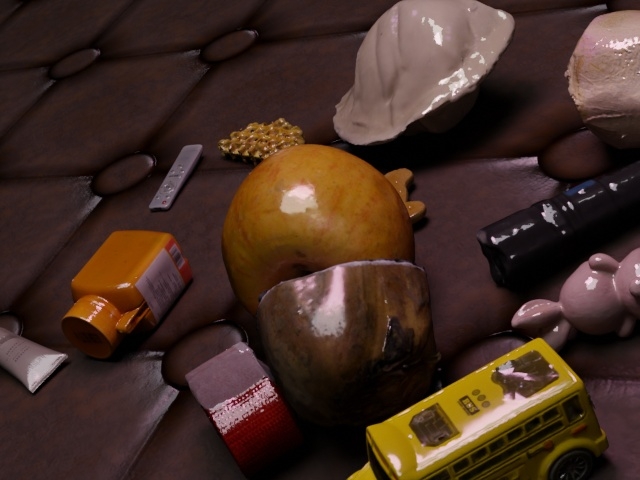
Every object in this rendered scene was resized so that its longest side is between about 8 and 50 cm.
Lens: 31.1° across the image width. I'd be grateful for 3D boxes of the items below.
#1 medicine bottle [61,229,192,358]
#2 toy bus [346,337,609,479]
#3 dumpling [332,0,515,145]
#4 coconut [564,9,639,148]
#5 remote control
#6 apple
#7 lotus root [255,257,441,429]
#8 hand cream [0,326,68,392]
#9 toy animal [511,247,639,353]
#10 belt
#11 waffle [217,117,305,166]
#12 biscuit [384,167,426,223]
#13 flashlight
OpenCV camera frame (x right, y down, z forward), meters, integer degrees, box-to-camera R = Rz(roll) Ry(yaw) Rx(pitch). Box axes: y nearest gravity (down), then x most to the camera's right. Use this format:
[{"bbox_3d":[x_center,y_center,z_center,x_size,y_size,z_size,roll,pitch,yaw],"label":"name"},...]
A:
[{"bbox_3d":[-0.339,0.090,1.968,0.149,0.112,0.222,2,42,33],"label":"medicine bottle"},{"bbox_3d":[0.168,0.261,1.389,0.330,0.152,0.144,-28,35,-6],"label":"toy bus"},{"bbox_3d":[0.157,-0.291,2.095,0.395,0.233,0.315,-10,37,45],"label":"dumpling"},{"bbox_3d":[0.501,-0.256,1.831,0.230,0.227,0.227,0,40,41],"label":"coconut"},{"bbox_3d":[-0.286,-0.124,2.309,0.050,0.027,0.184,-3,44,30],"label":"remote control"},{"bbox_3d":[0.000,0.000,1.734,0.299,0.299,0.275,-10,25,21],"label":"apple"},{"bbox_3d":[0.052,0.153,1.546,0.272,0.272,0.192,-22,49,4],"label":"lotus root"},{"bbox_3d":[-0.522,0.199,1.993,0.186,0.054,0.087,20,58,38],"label":"hand cream"},{"bbox_3d":[0.367,0.077,1.558,0.213,0.124,0.124,-16,34,23],"label":"toy animal"},{"bbox_3d":[-0.099,0.230,1.616,0.124,0.128,0.201,-30,38,-10],"label":"belt"},{"bbox_3d":[-0.111,-0.184,2.263,0.161,0.046,0.192,-25,34,-4],"label":"waffle"},{"bbox_3d":[0.103,-0.034,1.935,0.158,0.035,0.240,-19,34,11],"label":"biscuit"},{"bbox_3d":[0.437,-0.061,1.722,0.424,0.103,0.103,-26,34,-7],"label":"flashlight"}]
